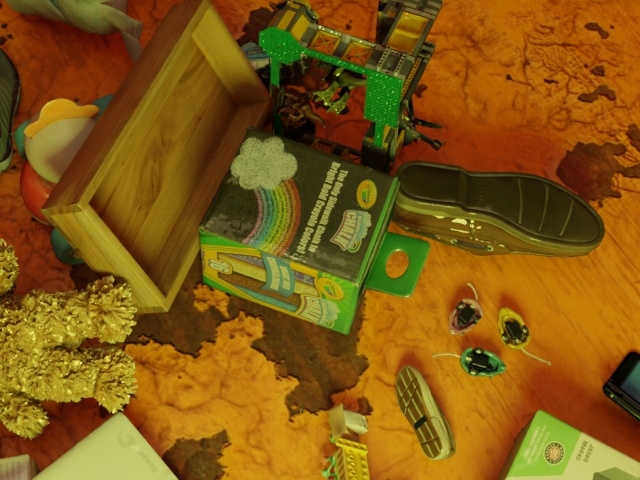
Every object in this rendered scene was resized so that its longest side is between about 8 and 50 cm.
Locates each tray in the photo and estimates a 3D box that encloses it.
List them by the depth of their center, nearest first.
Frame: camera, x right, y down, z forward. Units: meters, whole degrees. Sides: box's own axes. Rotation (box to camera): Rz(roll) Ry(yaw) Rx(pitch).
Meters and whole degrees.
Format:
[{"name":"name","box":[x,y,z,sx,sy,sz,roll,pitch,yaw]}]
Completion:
[{"name":"tray","box":[-0.207,-0.123,1.478,0.076,0.203,0.411,-5,45,33]}]

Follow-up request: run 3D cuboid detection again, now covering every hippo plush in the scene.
[{"name":"hippo plush","box":[-0.341,-0.454,1.653,0.294,0.234,0.236,26,66,9]}]

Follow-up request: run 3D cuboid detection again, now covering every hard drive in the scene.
[{"name":"hard drive","box":[-0.291,0.371,1.290,0.203,0.040,0.307,50,50,3]}]

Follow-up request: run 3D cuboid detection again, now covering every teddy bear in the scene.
[{"name":"teddy bear","box":[-0.389,0.131,1.377,0.338,0.113,0.245,17,106,8]}]

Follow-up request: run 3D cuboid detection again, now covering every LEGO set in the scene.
[{"name":"LEGO set","box":[0.056,0.356,1.387,0.132,0.107,0.287,-11,55,-47]},{"name":"LEGO set","box":[0.047,-0.240,1.540,0.255,0.331,0.192,15,56,18]}]

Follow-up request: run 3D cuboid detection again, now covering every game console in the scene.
[{"name":"game console","box":[0.453,0.214,1.477,0.122,0.107,0.071,38,96,14]}]

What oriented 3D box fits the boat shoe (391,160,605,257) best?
[{"name":"boat shoe","box":[0.249,-0.034,1.566,0.307,0.104,0.110,17,56,6]}]

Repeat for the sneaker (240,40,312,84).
[{"name":"sneaker","box":[-0.092,-0.285,1.683,0.162,0.063,0.073,-7,62,-7]}]

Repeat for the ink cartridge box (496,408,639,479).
[{"name":"ink cartridge box","box":[0.347,0.371,1.367,0.273,0.114,0.198,27,66,9]}]

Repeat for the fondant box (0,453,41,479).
[{"name":"fondant box","box":[-0.499,0.409,1.308,0.330,0.096,0.238,-9,65,-7]}]

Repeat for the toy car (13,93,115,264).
[{"name":"toy car","box":[-0.321,-0.126,1.495,0.210,0.238,0.219,-19,68,-12]}]

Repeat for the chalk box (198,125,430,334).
[{"name":"chalk box","box":[0.000,0.000,1.491,0.289,0.179,0.180,21,64,5]}]

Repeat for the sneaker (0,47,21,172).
[{"name":"sneaker","box":[-0.489,-0.213,1.603,0.083,0.098,0.223,-7,65,-7]}]

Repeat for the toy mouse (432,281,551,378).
[{"name":"toy mouse","box":[0.217,0.140,1.516,0.143,0.031,0.161,-24,68,-15]}]

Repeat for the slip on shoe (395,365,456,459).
[{"name":"slip on shoe","box":[0.144,0.232,1.465,0.041,0.051,0.135,9,46,-44]}]
